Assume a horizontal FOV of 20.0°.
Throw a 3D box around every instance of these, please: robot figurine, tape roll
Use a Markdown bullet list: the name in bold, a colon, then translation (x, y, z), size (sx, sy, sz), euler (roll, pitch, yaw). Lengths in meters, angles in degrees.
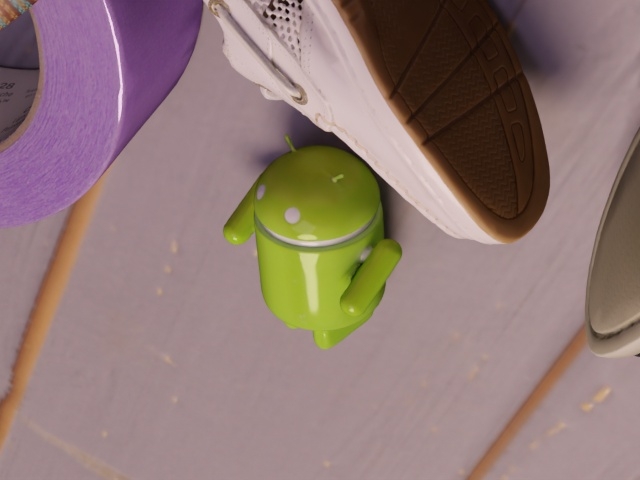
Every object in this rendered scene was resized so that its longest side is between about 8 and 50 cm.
- **robot figurine**: translation (0.000, 0.000, 0.942), size (0.101, 0.067, 0.115), euler (33, 142, 36)
- **tape roll**: translation (-0.201, -0.140, 0.919), size (0.274, 0.090, 0.275), euler (16, 134, 18)

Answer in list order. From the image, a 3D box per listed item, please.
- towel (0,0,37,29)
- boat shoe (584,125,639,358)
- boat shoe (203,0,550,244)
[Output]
- **towel**: translation (-0.180, -0.216, 0.625), size (0.271, 0.040, 0.370), euler (-36, 136, 8)
- **boat shoe**: translation (0.220, -0.050, 0.741), size (0.113, 0.127, 0.340), euler (14, 135, -13)
- **boat shoe**: translation (-0.001, -0.107, 0.834), size (0.096, 0.098, 0.277), euler (-29, 101, 43)
